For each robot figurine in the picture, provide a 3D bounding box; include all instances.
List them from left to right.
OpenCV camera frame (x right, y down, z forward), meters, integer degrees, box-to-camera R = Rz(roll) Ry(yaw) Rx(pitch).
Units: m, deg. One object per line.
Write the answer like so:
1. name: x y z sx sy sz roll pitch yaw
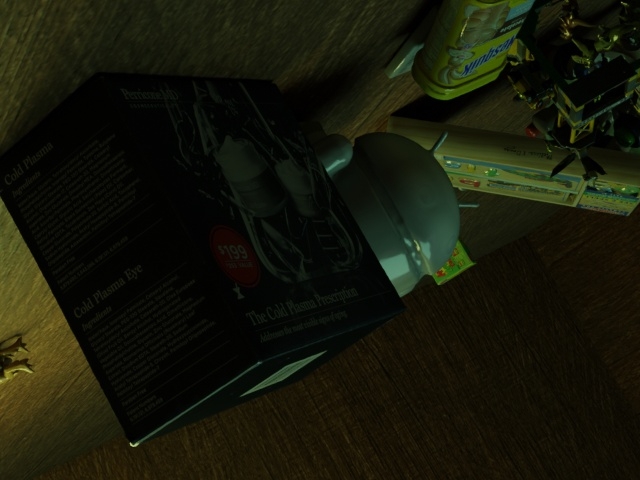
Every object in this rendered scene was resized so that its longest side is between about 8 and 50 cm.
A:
1. robot figurine: 0.027 -0.007 1.566 0.353 0.200 0.300 -29 138 0

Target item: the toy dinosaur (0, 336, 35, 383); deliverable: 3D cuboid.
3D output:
1. toy dinosaur: -0.498 0.200 1.877 0.112 0.064 0.211 -30 170 7

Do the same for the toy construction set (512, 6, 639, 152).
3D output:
1. toy construction set: 0.491 -0.272 2.073 0.237 0.257 0.309 -41 -166 -14

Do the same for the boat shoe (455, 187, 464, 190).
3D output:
1. boat shoe: 0.314 -0.134 2.661 0.125 0.038 0.046 -26 129 -54

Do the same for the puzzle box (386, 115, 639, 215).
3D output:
1. puzzle box: 0.310 -0.116 1.977 0.408 0.052 0.272 10 174 8

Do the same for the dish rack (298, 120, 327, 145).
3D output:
1. dish rack: -0.132 -0.053 1.660 0.332 0.072 0.285 -29 171 -10

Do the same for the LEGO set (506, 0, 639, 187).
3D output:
1. LEGO set: 0.396 -0.248 1.713 0.331 0.255 0.192 -36 155 -12

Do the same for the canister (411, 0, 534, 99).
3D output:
1. canister: 0.189 -0.260 1.485 0.126 0.073 0.170 -26 157 -28

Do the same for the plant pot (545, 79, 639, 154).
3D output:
1. plant pot: 0.610 -0.225 2.326 0.341 0.341 0.334 -37 160 33

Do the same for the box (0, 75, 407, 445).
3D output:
1. box: -0.115 0.005 1.298 0.179 0.312 0.343 -35 170 25

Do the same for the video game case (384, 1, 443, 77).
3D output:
1. video game case: 0.169 -0.274 1.595 0.143 0.019 0.157 -25 168 -29

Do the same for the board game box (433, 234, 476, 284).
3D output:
1. board game box: 0.254 -0.004 2.710 0.092 0.181 0.043 -33 170 18
